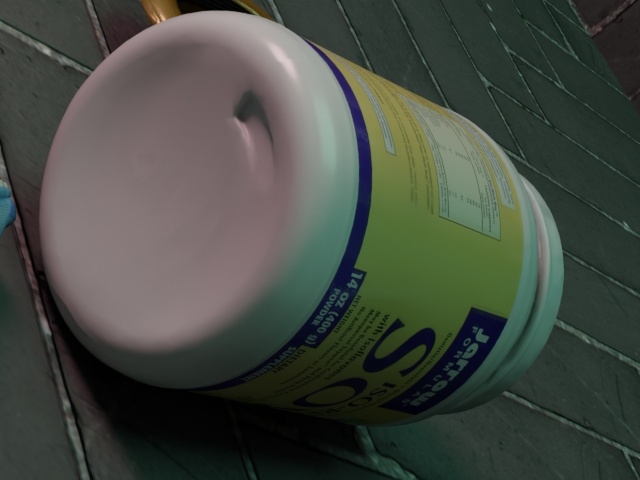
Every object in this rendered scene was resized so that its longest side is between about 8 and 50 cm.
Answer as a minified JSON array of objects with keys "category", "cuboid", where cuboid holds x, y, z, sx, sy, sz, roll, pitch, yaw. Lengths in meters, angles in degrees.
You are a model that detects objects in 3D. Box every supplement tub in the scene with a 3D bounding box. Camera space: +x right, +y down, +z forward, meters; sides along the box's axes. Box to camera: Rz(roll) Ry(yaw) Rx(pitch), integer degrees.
[{"category":"supplement tub","cuboid":[0.000,0.000,1.152,0.331,0.241,0.241,19,37,-52]}]

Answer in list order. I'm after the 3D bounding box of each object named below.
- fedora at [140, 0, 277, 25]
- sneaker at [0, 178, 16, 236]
[{"category":"fedora","cuboid":[-0.091,-0.150,1.443,0.194,0.079,0.194,34,28,-21]},{"category":"sneaker","cuboid":[-0.217,0.017,0.973,0.073,0.063,0.162,63,23,-14]}]
